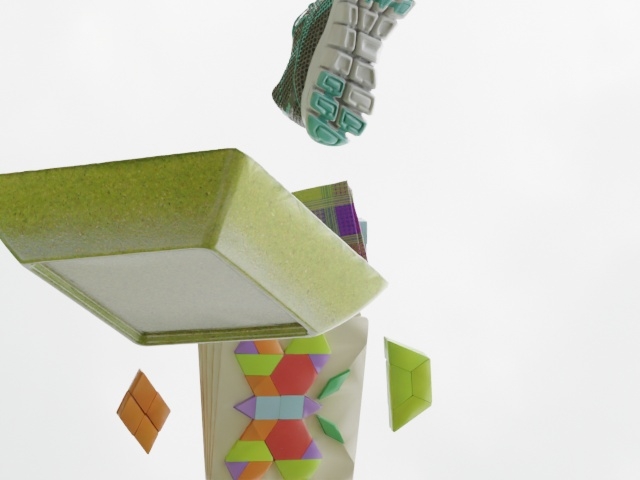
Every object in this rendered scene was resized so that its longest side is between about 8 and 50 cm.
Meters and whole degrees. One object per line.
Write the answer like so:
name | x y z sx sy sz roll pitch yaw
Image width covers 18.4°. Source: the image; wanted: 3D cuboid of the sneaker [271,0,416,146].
sneaker | 0.013 -0.147 1.289 0.076 0.065 0.166 22 -92 53

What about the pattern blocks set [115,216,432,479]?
pattern blocks set | -0.036 0.145 1.749 0.026 0.285 0.325 -141 -142 -68

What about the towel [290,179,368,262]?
towel | 0.000 0.000 1.388 0.060 0.009 0.083 -12 -118 1

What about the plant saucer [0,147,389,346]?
plant saucer | -0.084 0.015 1.157 0.188 0.188 0.045 -5 -117 29
